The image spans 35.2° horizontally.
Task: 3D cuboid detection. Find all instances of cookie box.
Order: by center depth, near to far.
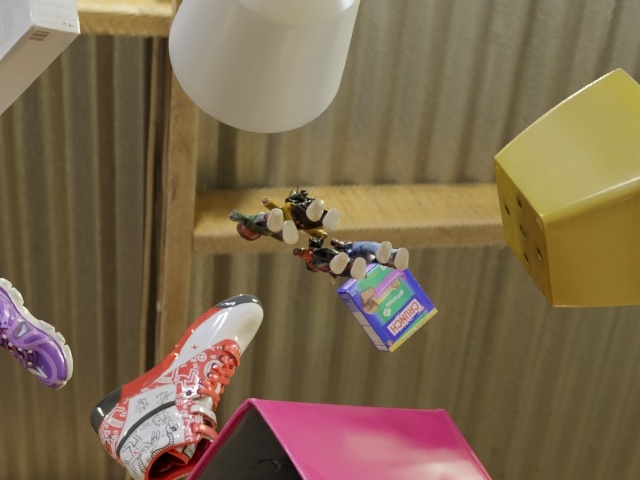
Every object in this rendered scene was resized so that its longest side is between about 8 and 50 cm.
[{"bbox_3d":[0.091,0.083,1.367,0.092,0.040,0.107,-40,-77,-17],"label":"cookie box"}]

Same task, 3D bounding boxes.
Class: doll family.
[{"bbox_3d":[0.000,0.000,1.034,0.193,0.111,0.076,34,-107,-20],"label":"doll family"}]

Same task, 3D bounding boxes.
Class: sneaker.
[{"bbox_3d":[-0.385,0.125,1.268,0.170,0.071,0.068,44,-67,5],"label":"sneaker"},{"bbox_3d":[-0.149,0.195,1.275,0.270,0.145,0.090,-38,-41,-13],"label":"sneaker"}]

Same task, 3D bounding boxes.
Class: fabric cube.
[{"bbox_3d":[0.024,0.314,0.869,0.258,0.254,0.259,12,-59,-44],"label":"fabric cube"}]

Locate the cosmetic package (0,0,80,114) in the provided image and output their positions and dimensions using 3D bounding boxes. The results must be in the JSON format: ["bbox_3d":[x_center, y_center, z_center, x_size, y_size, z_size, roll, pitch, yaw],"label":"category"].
[{"bbox_3d":[-0.354,-0.227,1.143,0.060,0.098,0.239,0,-18,-41],"label":"cosmetic package"}]

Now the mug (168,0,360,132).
[{"bbox_3d":[-0.018,-0.084,0.332,0.062,0.078,0.064,-22,-15,-22],"label":"mug"}]

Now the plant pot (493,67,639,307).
[{"bbox_3d":[0.324,-0.041,1.196,0.187,0.212,0.212,-21,-50,-4],"label":"plant pot"}]
